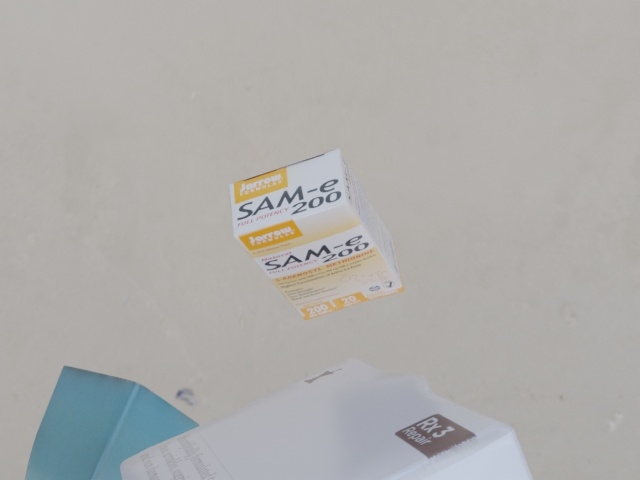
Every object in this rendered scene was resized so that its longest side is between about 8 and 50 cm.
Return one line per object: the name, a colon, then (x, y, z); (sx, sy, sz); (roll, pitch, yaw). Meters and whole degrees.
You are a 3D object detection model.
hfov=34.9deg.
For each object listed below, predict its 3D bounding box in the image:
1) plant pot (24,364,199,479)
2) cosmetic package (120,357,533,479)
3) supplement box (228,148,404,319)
plant pot: (-0.329, 0.335, 1.512); (0.165, 0.234, 0.166); (6, 152, 35)
cosmetic package: (0.052, 0.264, 0.482); (0.156, 0.217, 0.385); (-25, 95, -13)
supplement box: (0.000, 0.000, 0.541); (0.062, 0.036, 0.098); (-18, 145, 14)
